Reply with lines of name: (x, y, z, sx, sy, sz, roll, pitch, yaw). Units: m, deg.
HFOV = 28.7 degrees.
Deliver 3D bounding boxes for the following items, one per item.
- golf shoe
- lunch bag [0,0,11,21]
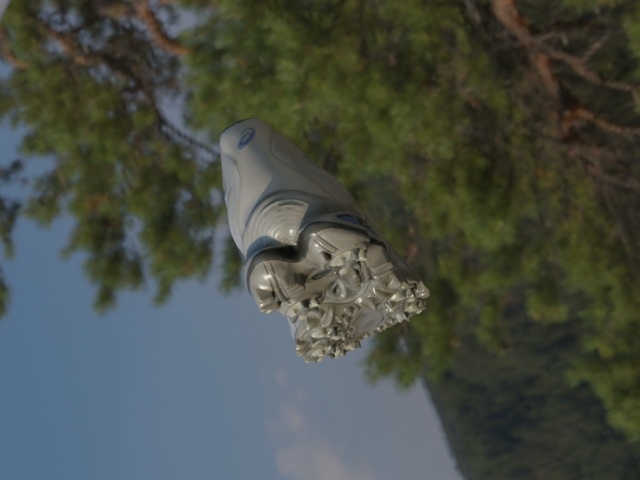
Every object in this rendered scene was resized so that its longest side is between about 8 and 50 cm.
golf shoe: (0.000, 0.000, 0.561, 0.086, 0.069, 0.176, 64, 180, 21)
lunch bag: (-0.200, -0.272, 0.528, 0.239, 0.327, 0.385, 30, -171, -28)
